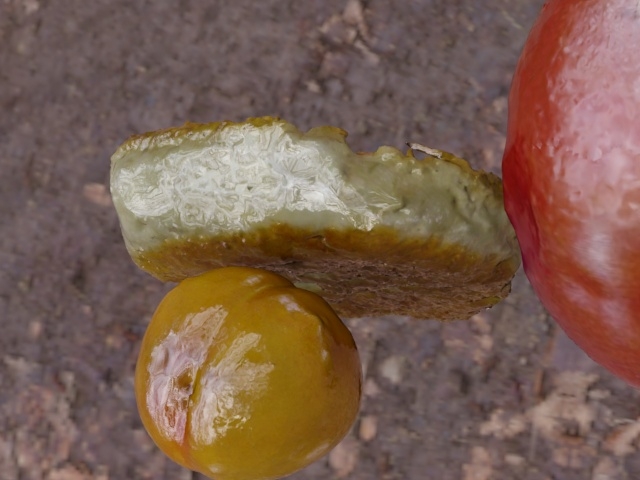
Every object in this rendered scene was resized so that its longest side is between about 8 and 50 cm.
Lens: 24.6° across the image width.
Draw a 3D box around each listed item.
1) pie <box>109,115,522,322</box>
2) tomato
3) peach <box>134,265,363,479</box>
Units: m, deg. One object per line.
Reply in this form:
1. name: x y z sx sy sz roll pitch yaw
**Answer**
1. pie: 0.000 0.000 1.045 0.315 0.315 0.092 -4 70 41
2. tomato: 0.207 -0.058 0.861 0.176 0.334 0.289 2 42 21
3. peach: -0.047 0.086 0.904 0.138 0.138 0.138 -12 72 40
